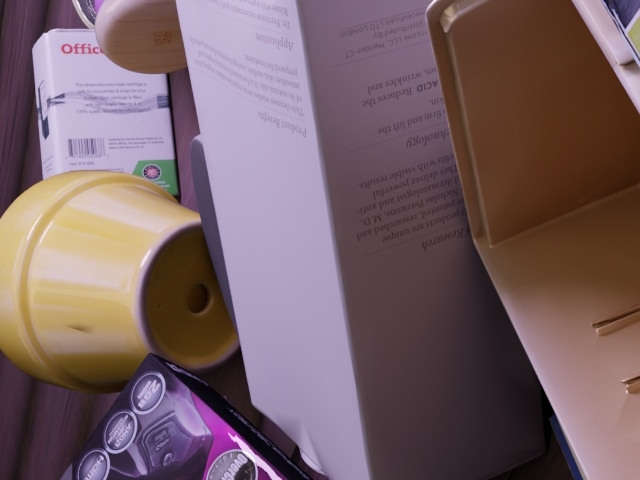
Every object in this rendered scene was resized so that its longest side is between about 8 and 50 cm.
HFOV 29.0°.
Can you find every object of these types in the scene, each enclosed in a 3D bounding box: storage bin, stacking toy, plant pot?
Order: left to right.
[{"bbox_3d":[-0.201,0.052,1.351,0.239,0.254,0.254,7,100,46],"label":"plant pot"},{"bbox_3d":[-0.203,-0.356,1.418,0.141,0.141,0.330,123,142,-50],"label":"stacking toy"},{"bbox_3d":[0.167,0.023,0.613,0.260,0.123,0.262,65,-176,-59],"label":"storage bin"}]

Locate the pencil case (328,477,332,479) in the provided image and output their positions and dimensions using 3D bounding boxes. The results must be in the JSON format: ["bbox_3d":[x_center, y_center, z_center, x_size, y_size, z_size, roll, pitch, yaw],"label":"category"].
[{"bbox_3d":[0.070,0.201,0.995,0.088,0.086,0.206,-54,37,1],"label":"pencil case"}]

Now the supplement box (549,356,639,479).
[{"bbox_3d":[0.198,0.125,0.761,0.083,0.056,0.083,-57,45,50],"label":"supplement box"}]

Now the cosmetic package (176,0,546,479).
[{"bbox_3d":[0.028,-0.024,0.875,0.217,0.156,0.385,35,140,56],"label":"cosmetic package"}]

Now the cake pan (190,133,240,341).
[{"bbox_3d":[-0.057,0.019,1.147,0.293,0.054,0.293,163,90,-77],"label":"cake pan"}]

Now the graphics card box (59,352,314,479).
[{"bbox_3d":[-0.096,0.293,1.119,0.371,0.094,0.233,36,91,41],"label":"graphics card box"}]

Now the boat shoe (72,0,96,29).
[{"bbox_3d":[-0.286,-0.382,1.605,0.073,0.080,0.224,144,122,-65],"label":"boat shoe"}]

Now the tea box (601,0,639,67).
[{"bbox_3d":[0.275,-0.129,0.352,0.329,0.219,0.324,-55,45,44],"label":"tea box"}]

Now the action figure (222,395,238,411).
[{"bbox_3d":[-0.088,0.308,1.268,0.164,0.140,0.276,128,158,-63],"label":"action figure"}]

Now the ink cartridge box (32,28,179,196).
[{"bbox_3d":[-0.266,-0.148,1.520,0.087,0.153,0.209,-13,81,64],"label":"ink cartridge box"}]
